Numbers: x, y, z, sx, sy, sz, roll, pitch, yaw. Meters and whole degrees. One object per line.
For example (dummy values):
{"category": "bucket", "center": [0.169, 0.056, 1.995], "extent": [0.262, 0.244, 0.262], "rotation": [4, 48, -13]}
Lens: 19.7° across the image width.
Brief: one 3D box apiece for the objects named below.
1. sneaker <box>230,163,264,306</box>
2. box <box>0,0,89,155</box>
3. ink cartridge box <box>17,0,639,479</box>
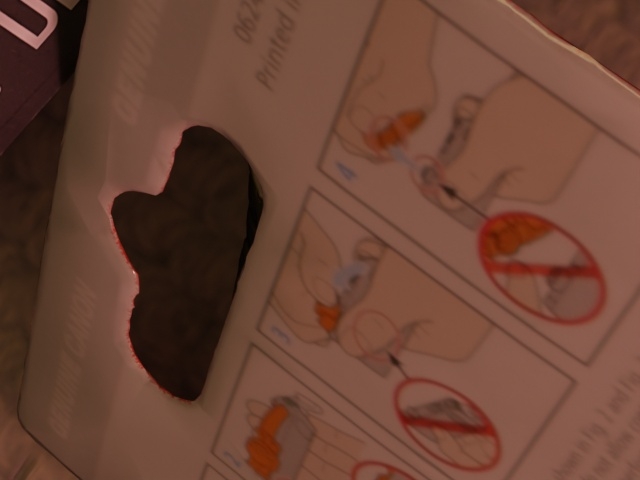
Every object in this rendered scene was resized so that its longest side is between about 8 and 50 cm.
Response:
{"category": "sneaker", "center": [0.000, 0.000, 0.567], "extent": [0.064, 0.086, 0.192], "rotation": [8, 92, 9]}
{"category": "box", "center": [-0.150, -0.141, 0.518], "extent": [0.242, 0.076, 0.307], "rotation": [-47, 48, 7]}
{"category": "ink cartridge box", "center": [0.106, 0.071, 0.456], "extent": [0.385, 0.308, 0.091], "rotation": [37, 56, 10]}
